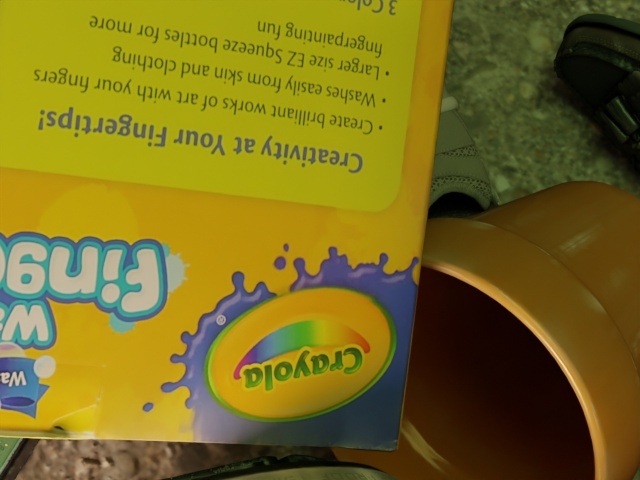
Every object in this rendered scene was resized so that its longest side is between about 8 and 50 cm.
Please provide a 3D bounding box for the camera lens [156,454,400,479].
[{"bbox_3d":[-0.026,0.261,0.865,0.219,0.219,0.274,-7,66,-16],"label":"camera lens"}]

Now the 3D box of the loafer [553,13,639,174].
[{"bbox_3d":[0.268,-0.054,1.165,0.267,0.096,0.084,33,67,2],"label":"loafer"}]

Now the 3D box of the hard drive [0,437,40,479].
[{"bbox_3d":[-0.243,0.036,0.924,0.237,0.064,0.339,40,70,-28],"label":"hard drive"}]

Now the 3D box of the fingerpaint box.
[{"bbox_3d":[-0.162,-0.096,0.833,0.444,0.163,0.371,6,92,-33],"label":"fingerpaint box"}]

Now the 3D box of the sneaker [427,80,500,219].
[{"bbox_3d":[0.000,0.000,1.067,0.281,0.105,0.115,-35,85,-22],"label":"sneaker"}]

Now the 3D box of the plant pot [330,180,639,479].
[{"bbox_3d":[0.125,0.060,1.027,0.205,0.205,0.188,45,47,10],"label":"plant pot"}]
